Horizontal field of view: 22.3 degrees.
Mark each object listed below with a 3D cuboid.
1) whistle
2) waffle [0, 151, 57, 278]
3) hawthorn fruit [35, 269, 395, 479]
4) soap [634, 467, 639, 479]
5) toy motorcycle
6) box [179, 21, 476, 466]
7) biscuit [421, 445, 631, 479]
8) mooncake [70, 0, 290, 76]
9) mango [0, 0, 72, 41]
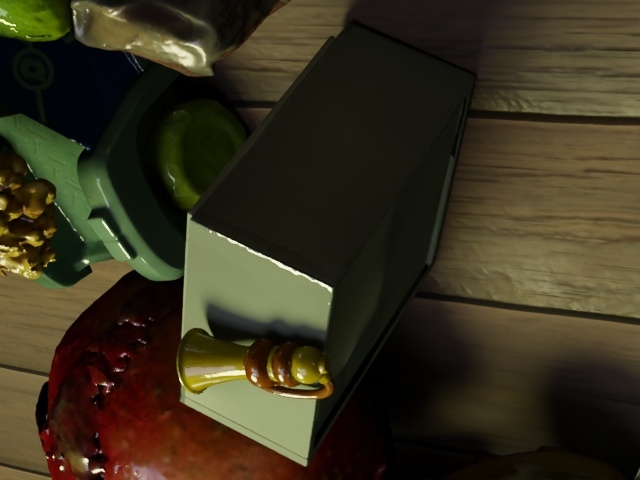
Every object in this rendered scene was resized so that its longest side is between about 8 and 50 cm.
[{"bbox_3d":[-0.039,0.092,1.098,0.109,0.046,0.057,5,120,28],"label":"whistle"},{"bbox_3d":[-0.285,-0.031,1.201,0.197,0.070,0.193,35,150,-19],"label":"waffle"},{"bbox_3d":[-0.082,0.152,1.387,0.316,0.316,0.316,23,142,19],"label":"hawthorn fruit"},{"bbox_3d":[0.359,0.150,1.125,0.261,0.150,0.094,-11,127,45],"label":"soap"},{"bbox_3d":[-0.227,-0.104,1.289,0.191,0.200,0.326,-6,129,44],"label":"toy motorcycle"},{"bbox_3d":[0.000,0.000,1.191,0.117,0.225,0.225,25,143,14],"label":"box"},{"bbox_3d":[0.142,0.309,1.374,0.103,0.332,0.332,-118,12,-46],"label":"biscuit"},{"bbox_3d":[-0.097,-0.172,1.163,0.130,0.125,0.073,18,146,29],"label":"mooncake"},{"bbox_3d":[-0.238,-0.248,1.168,0.111,0.125,0.233,-28,86,62],"label":"mango"}]
